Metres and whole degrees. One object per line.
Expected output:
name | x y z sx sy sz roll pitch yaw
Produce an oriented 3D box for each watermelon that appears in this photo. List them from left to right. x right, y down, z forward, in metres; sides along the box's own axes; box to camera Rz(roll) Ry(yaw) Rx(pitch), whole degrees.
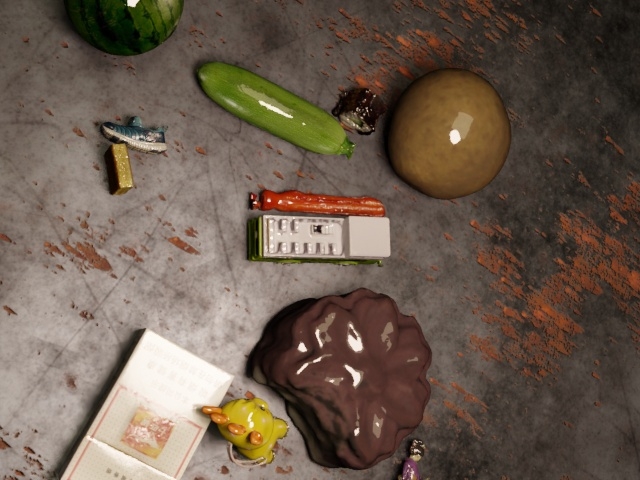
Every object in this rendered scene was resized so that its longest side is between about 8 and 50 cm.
watermelon | -0.396 -0.496 1.647 0.242 0.242 0.242 3 82 -21

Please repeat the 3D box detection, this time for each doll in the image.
doll | -0.151 0.378 1.639 0.143 0.221 0.135 28 83 24

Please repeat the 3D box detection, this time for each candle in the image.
candle | -0.002 -0.084 1.852 0.329 0.048 0.051 3 96 -22

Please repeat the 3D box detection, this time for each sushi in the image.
sushi | 0.095 -0.301 1.901 0.094 0.098 0.084 38 75 -32

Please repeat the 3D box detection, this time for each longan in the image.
longan | 0.294 -0.240 1.871 0.297 0.297 0.297 3 82 -21

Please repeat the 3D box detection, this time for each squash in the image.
squash | -0.092 -0.286 1.811 0.395 0.107 0.107 26 75 -17

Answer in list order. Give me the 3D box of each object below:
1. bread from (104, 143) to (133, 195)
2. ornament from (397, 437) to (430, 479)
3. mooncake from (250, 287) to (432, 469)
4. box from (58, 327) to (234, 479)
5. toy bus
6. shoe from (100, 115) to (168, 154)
bread | -0.415 -0.146 1.675 0.035 0.090 0.094 -9 86 -27
ornament | 0.202 0.549 1.831 0.081 0.088 0.203 31 72 -16
mooncake | 0.062 0.284 1.754 0.381 0.212 0.350 43 64 -13
box | -0.345 0.369 1.638 0.210 0.095 0.330 32 75 -14
toy bus | 0.000 0.000 1.791 0.301 0.139 0.113 1 81 -19
shoe | -0.388 -0.226 1.711 0.143 0.064 0.071 12 80 -22
